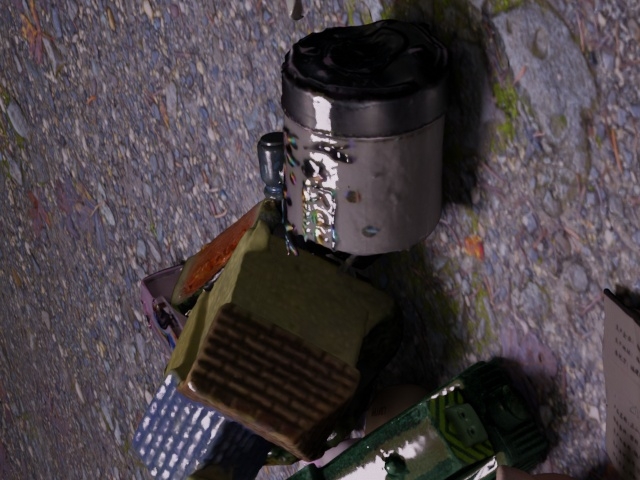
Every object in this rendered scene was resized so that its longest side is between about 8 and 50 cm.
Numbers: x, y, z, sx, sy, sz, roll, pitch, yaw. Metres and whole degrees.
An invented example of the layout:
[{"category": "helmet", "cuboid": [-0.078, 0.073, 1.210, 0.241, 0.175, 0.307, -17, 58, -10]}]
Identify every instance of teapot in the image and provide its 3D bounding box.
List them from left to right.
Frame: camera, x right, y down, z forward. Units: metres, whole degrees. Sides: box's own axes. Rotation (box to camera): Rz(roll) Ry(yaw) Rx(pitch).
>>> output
[{"category": "teapot", "cuboid": [-0.048, -0.098, 2.037, 0.049, 0.064, 0.083, -93, -4, -64]}]

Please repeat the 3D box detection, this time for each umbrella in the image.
[{"category": "umbrella", "cuboid": [-0.001, -0.008, 1.972, 0.248, 0.071, 0.070, 10, 115, 58]}]

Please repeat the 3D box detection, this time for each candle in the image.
[{"category": "candle", "cuboid": [0.047, -0.073, 1.728, 0.187, 0.187, 0.330, 40, 140, 45]}]

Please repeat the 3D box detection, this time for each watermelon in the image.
[{"category": "watermelon", "cuboid": [-0.141, 0.062, 2.202, 0.303, 0.128, 0.159, -33, 76, 61]}]

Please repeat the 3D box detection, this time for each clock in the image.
[{"category": "clock", "cuboid": [0.032, 0.295, 2.072, 0.041, 0.087, 0.129, 65, 153, 20]}]

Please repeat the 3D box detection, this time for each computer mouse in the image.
[{"category": "computer mouse", "cuboid": [0.121, 0.291, 1.918, 0.145, 0.082, 0.236, -17, 90, 62]}]

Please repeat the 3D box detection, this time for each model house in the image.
[{"category": "model house", "cuboid": [-0.064, 0.194, 1.867, 0.261, 0.266, 0.321, 27, 121, -5]}]

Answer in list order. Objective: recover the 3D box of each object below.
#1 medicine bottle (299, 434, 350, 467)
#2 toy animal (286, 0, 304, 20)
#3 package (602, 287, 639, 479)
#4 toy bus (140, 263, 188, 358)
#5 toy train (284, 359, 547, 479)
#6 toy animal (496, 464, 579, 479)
[{"category": "medicine bottle", "cuboid": [-0.002, 0.203, 2.087, 0.115, 0.078, 0.219, 47, 143, 48]}, {"category": "toy animal", "cuboid": [-0.021, -0.332, 1.813, 0.071, 0.085, 0.124, 39, 147, 19]}, {"category": "package", "cuboid": [0.336, 0.181, 1.486, 0.251, 0.062, 0.203, 37, 136, 53]}, {"category": "toy bus", "cuboid": [-0.184, 0.171, 2.390, 0.274, 0.090, 0.112, 56, 154, 29]}, {"category": "toy train", "cuboid": [0.087, 0.267, 1.762, 0.330, 0.178, 0.138, -39, 73, 31]}, {"category": "toy animal", "cuboid": [0.201, 0.383, 1.595, 0.237, 0.326, 0.269, 34, 120, -7]}]
